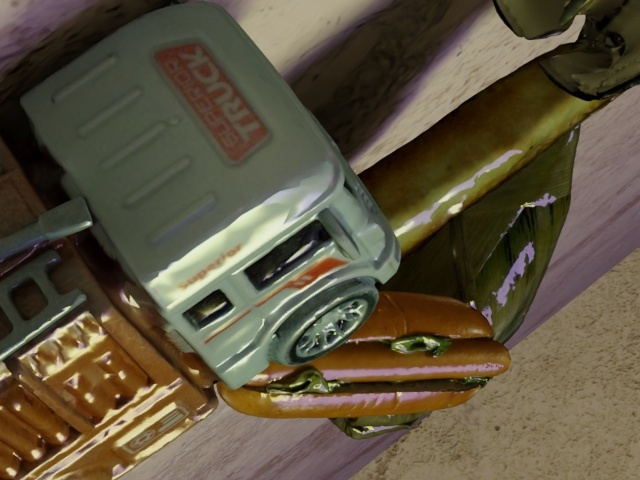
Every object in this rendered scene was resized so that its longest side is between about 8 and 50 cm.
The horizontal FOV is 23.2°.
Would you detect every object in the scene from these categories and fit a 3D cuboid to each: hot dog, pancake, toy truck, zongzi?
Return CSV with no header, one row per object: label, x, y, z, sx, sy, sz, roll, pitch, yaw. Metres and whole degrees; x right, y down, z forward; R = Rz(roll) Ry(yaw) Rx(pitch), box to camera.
hot dog,0.035,0.090,1.206,0.249,0.068,0.100,-1,103,-30
pancake,-0.003,0.002,0.922,0.427,0.067,0.305,-35,-178,36
toy truck,-0.125,0.032,0.627,0.305,0.136,0.162,-35,158,-3
zongzi,0.106,0.032,1.317,0.251,0.125,0.274,-38,162,-37

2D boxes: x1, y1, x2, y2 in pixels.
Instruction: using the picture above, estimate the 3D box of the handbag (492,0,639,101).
handbag,0.267,-0.227,0.763,0.358,0.160,0.237,-32,172,-23
